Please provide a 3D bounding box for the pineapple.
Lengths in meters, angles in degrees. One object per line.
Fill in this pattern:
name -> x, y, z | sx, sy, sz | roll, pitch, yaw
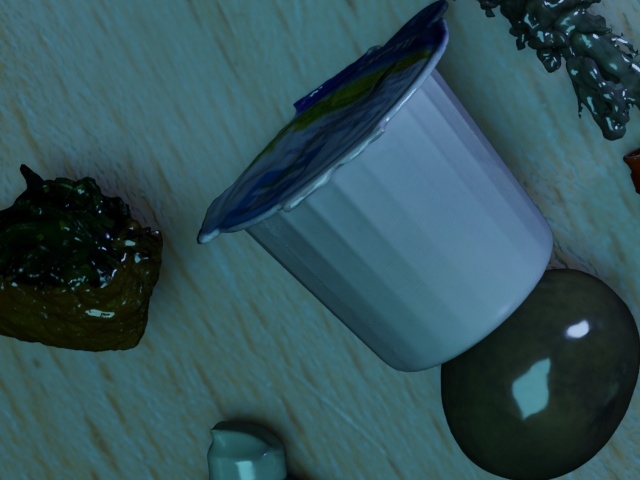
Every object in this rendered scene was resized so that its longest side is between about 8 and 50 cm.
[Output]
pineapple -> 0.147, -0.237, 1.236 | 0.175, 0.175, 0.361 | -34, 93, 14

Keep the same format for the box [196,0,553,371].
box -> 0.074, -0.035, 1.275 | 0.206, 0.291, 0.262 | 50, 146, -15

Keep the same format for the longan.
longan -> 0.186, 0.113, 1.300 | 0.167, 0.167, 0.187 | 45, 100, -1

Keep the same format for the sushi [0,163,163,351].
sushi -> -0.243, 0.010, 1.366 | 0.287, 0.149, 0.140 | 11, 133, 33

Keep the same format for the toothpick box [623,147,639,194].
toothpick box -> 0.294, -0.041, 1.309 | 0.047, 0.047, 0.083 | -20, 98, 13

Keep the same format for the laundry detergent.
laundry detergent -> -0.050, 0.309, 1.413 | 0.143, 0.094, 0.290 | -4, 101, 14
